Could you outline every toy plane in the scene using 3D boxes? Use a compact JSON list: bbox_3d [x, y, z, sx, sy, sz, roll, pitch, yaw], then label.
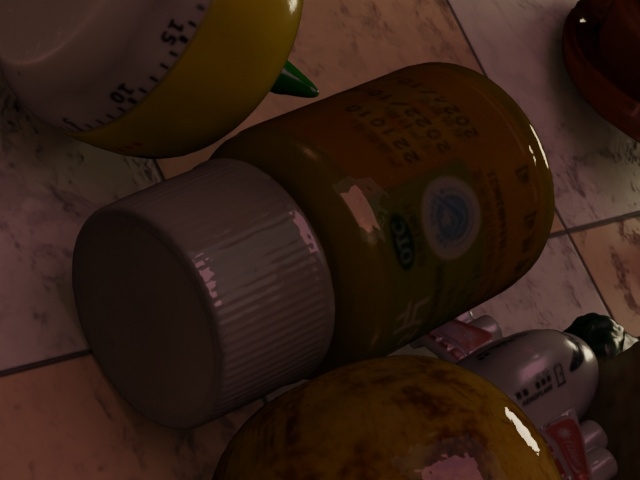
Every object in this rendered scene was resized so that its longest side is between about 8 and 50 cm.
[{"bbox_3d":[0.150,0.148,1.451,0.252,0.118,0.252,8,44,-7],"label":"toy plane"}]

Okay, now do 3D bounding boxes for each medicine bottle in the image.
[{"bbox_3d":[0.000,0.000,1.360,0.384,0.224,0.224,-24,79,-39],"label":"medicine bottle"}]

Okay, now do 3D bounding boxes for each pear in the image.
[{"bbox_3d":[0.055,0.224,1.230,0.281,0.281,0.280,22,51,-29],"label":"pear"}]

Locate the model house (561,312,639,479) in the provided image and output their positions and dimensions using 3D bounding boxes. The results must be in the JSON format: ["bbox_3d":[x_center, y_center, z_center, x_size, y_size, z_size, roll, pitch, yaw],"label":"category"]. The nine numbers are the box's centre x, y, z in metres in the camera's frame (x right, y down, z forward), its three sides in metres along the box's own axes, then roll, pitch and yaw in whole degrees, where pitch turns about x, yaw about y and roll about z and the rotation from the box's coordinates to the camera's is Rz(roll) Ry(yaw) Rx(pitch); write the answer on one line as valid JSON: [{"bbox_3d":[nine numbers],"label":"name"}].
[{"bbox_3d":[0.448,0.189,1.535,0.382,0.343,0.334,20,53,-29],"label":"model house"}]

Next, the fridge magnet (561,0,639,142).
[{"bbox_3d":[0.459,-0.205,1.893,0.364,0.155,0.363,10,37,-8],"label":"fridge magnet"}]

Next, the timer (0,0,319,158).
[{"bbox_3d":[-0.110,-0.183,1.378,0.285,0.285,0.285,22,51,-29],"label":"timer"}]
